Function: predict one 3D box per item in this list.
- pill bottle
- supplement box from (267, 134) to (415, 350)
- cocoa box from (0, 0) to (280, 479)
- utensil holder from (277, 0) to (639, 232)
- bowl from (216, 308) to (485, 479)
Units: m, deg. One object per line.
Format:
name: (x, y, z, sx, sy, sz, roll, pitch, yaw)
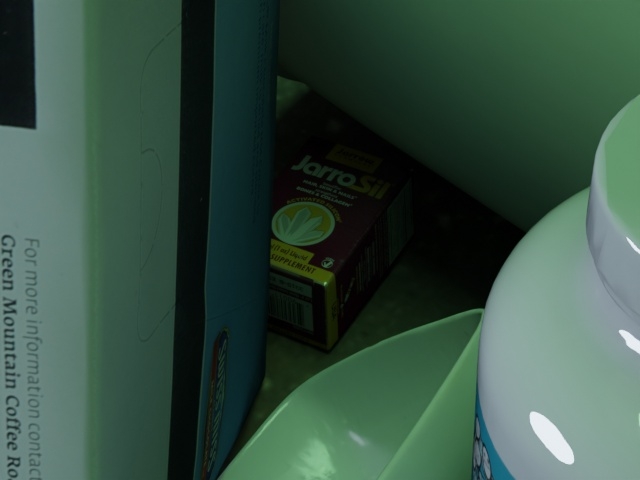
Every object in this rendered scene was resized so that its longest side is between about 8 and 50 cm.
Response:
pill bottle: (0.118, 0.077, 0.549, 0.146, 0.264, 0.146, -1, 44, 1)
supplement box: (0.000, 0.000, 0.789, 0.055, 0.043, 0.083, 18, 47, 21)
cocoa box: (-0.144, -0.060, 0.610, 0.231, 0.347, 0.228, 8, 27, 10)
utensil holder: (0.172, -0.128, 0.720, 0.327, 0.328, 0.385, -33, 54, -28)
bowl: (0.007, 0.098, 0.646, 0.053, 0.142, 0.142, 49, 52, -12)
